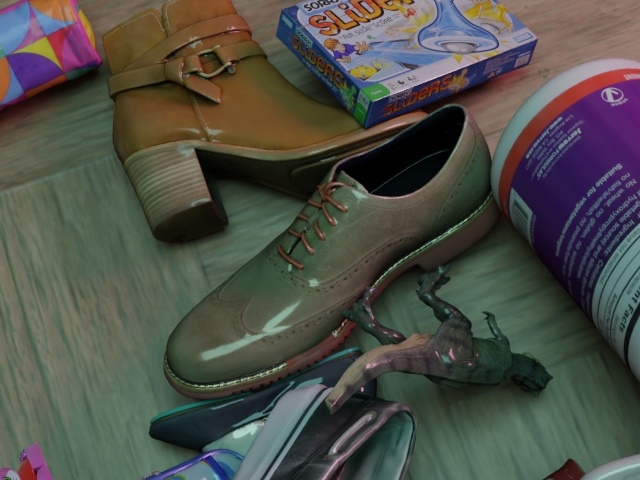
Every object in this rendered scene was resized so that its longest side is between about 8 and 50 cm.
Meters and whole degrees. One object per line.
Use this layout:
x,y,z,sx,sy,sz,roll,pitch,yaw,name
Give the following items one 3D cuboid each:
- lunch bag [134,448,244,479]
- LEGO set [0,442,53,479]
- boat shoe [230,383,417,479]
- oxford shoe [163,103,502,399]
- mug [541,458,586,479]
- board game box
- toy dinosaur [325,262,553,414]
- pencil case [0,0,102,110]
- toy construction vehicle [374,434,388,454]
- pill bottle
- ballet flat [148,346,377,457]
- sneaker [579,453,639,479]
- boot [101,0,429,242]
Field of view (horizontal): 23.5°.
-0.087,0.286,1.239,0.176,0.090,0.219,-20,68,-34,lunch bag
-0.220,0.284,1.169,0.093,0.087,0.227,-19,69,-24,LEGO set
-0.018,0.233,1.146,0.119,0.121,0.335,-7,42,31,boat shoe
0.000,0.000,1.321,0.348,0.130,0.123,-37,49,-16,oxford shoe
0.157,0.263,1.230,0.169,0.150,0.113,-28,80,-3,mug
0.080,-0.185,1.400,0.201,0.035,0.136,-24,57,-32,board game box
0.088,0.082,1.267,0.268,0.064,0.118,1,44,-40,toy dinosaur
-0.325,-0.158,1.434,0.236,0.104,0.104,-24,70,-6,pencil case
0.057,0.217,1.282,0.035,0.086,0.098,-19,70,3,toy construction vehicle
0.287,0.006,1.247,0.181,0.181,0.323,-28,49,-7,pill bottle
-0.044,0.153,1.320,0.203,0.074,0.074,-18,70,-6,ballet flat
0.324,0.195,1.231,0.295,0.147,0.105,0,103,-12,sneaker
-0.056,-0.136,1.419,0.283,0.109,0.220,-20,66,4,boot
